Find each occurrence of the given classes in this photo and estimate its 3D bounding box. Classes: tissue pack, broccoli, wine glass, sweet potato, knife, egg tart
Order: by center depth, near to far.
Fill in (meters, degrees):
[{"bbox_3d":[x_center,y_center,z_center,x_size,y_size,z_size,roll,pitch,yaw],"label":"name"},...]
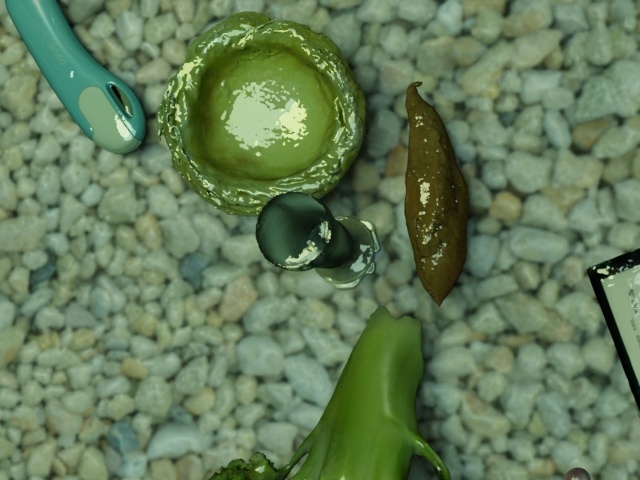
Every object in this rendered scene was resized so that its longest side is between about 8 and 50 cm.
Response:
[{"bbox_3d":[0.303,0.088,1.648,0.103,0.090,0.170,-20,76,14],"label":"tissue pack"},{"bbox_3d":[0.011,0.252,1.703,0.254,0.186,0.302,-24,35,17],"label":"broccoli"},{"bbox_3d":[0.000,0.000,1.718,0.072,0.155,0.072,-2,82,17],"label":"wine glass"},{"bbox_3d":[0.102,-0.044,1.741,0.060,0.068,0.206,-8,74,0],"label":"sweet potato"},{"bbox_3d":[-0.047,-0.110,1.788,0.197,0.078,0.197,-1,86,17],"label":"egg tart"},{"bbox_3d":[-0.237,-0.171,1.879,0.064,0.031,0.222,-41,70,13],"label":"knife"}]

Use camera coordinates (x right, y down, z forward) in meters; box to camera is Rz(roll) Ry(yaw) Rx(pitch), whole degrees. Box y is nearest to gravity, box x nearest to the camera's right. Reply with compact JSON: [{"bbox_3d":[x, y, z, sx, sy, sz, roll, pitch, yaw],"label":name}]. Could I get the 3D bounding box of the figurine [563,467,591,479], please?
[{"bbox_3d":[0.217,0.325,1.642,0.205,0.103,0.260,-11,90,18],"label":"figurine"}]
